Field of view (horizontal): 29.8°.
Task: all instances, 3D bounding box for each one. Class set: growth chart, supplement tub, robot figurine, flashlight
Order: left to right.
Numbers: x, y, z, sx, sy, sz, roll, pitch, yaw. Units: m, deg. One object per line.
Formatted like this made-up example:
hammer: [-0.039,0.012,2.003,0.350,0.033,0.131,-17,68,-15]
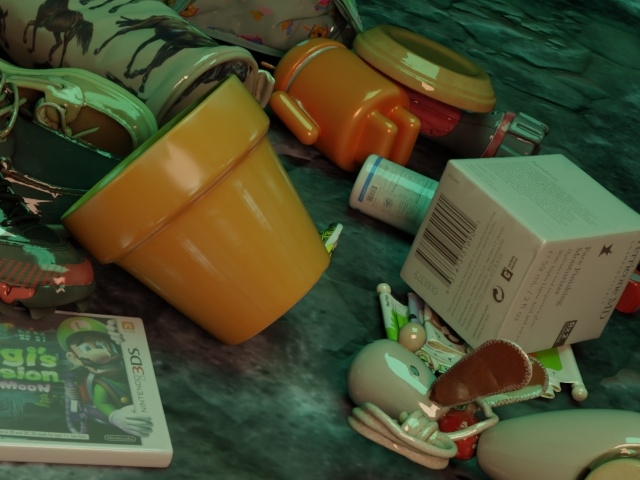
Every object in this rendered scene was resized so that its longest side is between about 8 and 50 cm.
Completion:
robot figurine: [0.023,-0.170,1.499,0.158,0.128,0.219,-42,58,-10]
supplement tub: [0.093,-0.050,1.404,0.107,0.071,0.071,25,30,5]
flashlight: [0.147,-0.171,1.606,0.304,0.103,0.103,27,30,8]
growth chart: [0.166,0.102,1.252,0.237,0.021,0.172,11,30,-17]

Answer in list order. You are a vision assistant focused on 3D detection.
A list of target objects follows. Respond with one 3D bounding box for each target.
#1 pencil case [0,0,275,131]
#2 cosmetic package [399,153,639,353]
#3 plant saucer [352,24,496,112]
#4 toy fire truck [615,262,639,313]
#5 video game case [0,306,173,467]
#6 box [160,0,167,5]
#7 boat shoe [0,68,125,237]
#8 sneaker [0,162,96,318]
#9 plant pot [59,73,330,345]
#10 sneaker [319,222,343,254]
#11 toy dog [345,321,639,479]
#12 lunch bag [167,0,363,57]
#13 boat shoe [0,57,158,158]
pencil case: [-0.251,-0.240,1.407,0.410,0.160,0.183,36,58,26]
cosmetic package: [0.215,0.013,1.257,0.184,0.151,0.151,-6,39,-39]
plant saucer: [0.137,-0.224,1.528,0.200,0.037,0.200,22,21,-9]
toy fire truck: [0.297,0.028,1.426,0.192,0.047,0.135,35,33,22]
video game case: [-0.226,0.114,0.984,0.190,0.022,0.173,7,32,-23]
box: [-0.246,-0.330,1.577,0.105,0.043,0.179,38,-8,29]
boat shoe: [-0.343,-0.100,1.152,0.355,0.130,0.132,12,31,-15]
sneaker: [-0.309,-0.032,1.040,0.276,0.135,0.097,25,15,11]
plant pot: [-0.097,-0.015,1.094,0.188,0.205,0.205,50,28,-11]
sneaker: [0.000,0.000,1.303,0.035,0.031,0.083,22,30,4]
toy dog: [0.194,0.145,1.028,0.334,0.161,0.220,26,0,2]
lunch bag: [-0.069,-0.364,1.582,0.262,0.160,0.223,10,46,-27]
boat shoe: [-0.313,-0.130,1.265,0.285,0.104,0.089,14,33,9]
